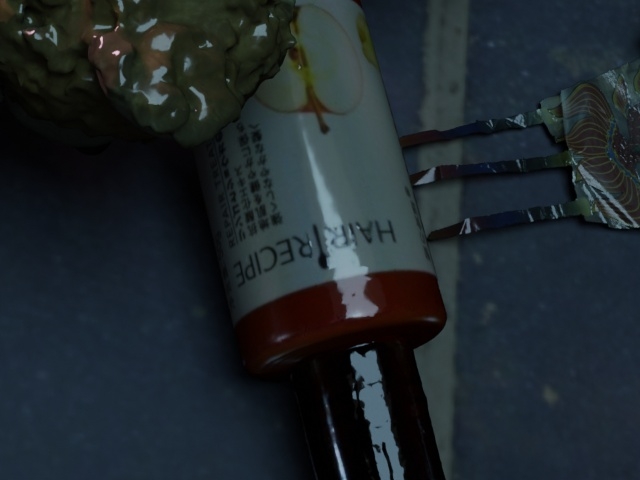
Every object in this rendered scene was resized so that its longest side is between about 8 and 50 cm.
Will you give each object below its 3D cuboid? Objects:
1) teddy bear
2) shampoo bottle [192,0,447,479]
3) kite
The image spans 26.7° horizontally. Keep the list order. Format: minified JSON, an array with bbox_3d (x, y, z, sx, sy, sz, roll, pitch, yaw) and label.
[{"bbox_3d":[-0.133,-0.118,0.592,0.256,0.156,0.267,17,44,0],"label":"teddy bear"},{"bbox_3d":[0.000,0.000,0.672,0.104,0.104,0.278,-7,72,-23],"label":"shampoo bottle"},{"bbox_3d":[0.151,-0.043,0.799,0.229,0.016,0.127,-13,71,-25],"label":"kite"}]
